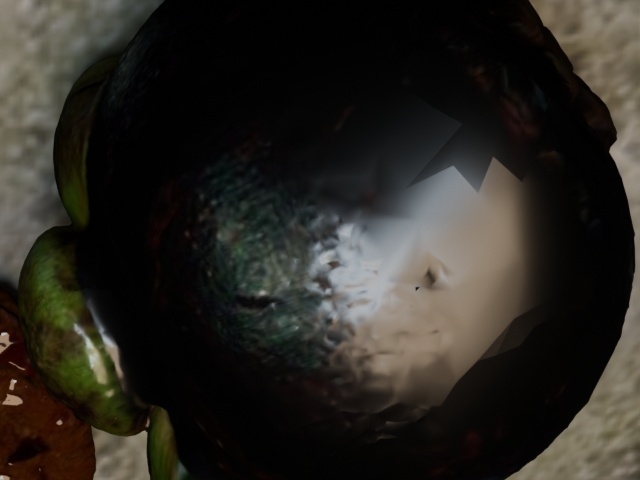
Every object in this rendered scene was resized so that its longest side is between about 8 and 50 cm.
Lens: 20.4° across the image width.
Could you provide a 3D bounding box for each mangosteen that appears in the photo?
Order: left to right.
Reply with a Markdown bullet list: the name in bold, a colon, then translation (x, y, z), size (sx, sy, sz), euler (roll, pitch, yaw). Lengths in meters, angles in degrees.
- **mangosteen**: translation (0.000, 0.000, 0.666), size (0.242, 0.243, 0.243), euler (-9, 123, -14)

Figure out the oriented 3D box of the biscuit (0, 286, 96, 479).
- **biscuit**: translation (-0.188, 0.092, 0.752), size (0.192, 0.049, 0.192), euler (-6, 120, -11)
